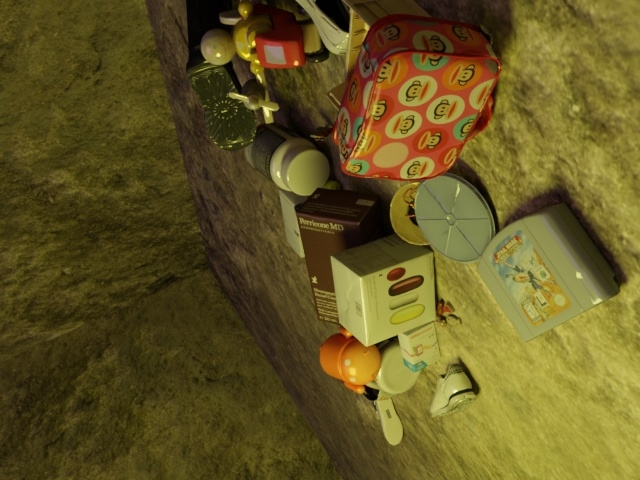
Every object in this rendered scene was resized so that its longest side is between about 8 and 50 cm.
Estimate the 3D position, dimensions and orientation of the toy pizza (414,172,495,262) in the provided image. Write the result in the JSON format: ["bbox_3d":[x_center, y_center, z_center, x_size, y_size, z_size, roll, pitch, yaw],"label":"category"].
[{"bbox_3d":[0.275,-0.048,1.332,0.201,0.032,0.201,33,138,35],"label":"toy pizza"}]

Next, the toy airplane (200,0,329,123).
[{"bbox_3d":[-0.182,-0.523,1.632,0.386,0.272,0.384,63,161,5],"label":"toy airplane"}]

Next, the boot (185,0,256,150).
[{"bbox_3d":[-0.302,-0.542,1.933,0.367,0.146,0.445,78,180,-56],"label":"boot"}]

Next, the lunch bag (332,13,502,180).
[{"bbox_3d":[0.173,-0.228,1.105,0.293,0.258,0.120,112,152,-49],"label":"lunch bag"}]

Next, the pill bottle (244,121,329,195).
[{"bbox_3d":[-0.100,-0.240,1.926,0.283,0.161,0.161,40,148,52],"label":"pill bottle"}]

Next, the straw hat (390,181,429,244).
[{"bbox_3d":[0.223,-0.068,1.431,0.061,0.144,0.144,-60,-45,-65],"label":"straw hat"}]

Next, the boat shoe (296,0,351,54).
[{"bbox_3d":[0.007,-0.532,1.418,0.258,0.095,0.084,56,157,7],"label":"boat shoe"}]

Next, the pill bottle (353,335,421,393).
[{"bbox_3d":[0.169,0.331,1.924,0.264,0.153,0.153,27,137,61],"label":"pill bottle"}]

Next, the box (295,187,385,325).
[{"bbox_3d":[0.074,0.058,1.765,0.191,0.143,0.381,10,128,28],"label":"box"}]

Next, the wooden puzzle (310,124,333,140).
[{"bbox_3d":[0.006,-0.286,1.734,0.049,0.083,0.006,11,132,28],"label":"wooden puzzle"}]

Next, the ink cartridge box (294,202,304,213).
[{"bbox_3d":[0.000,0.000,1.977,0.206,0.045,0.208,28,140,63],"label":"ink cartridge box"}]

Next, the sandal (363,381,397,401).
[{"bbox_3d":[0.154,0.459,2.063,0.102,0.076,0.265,46,-173,35],"label":"sandal"}]

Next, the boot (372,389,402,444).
[{"bbox_3d":[0.227,0.603,2.248,0.086,0.069,0.190,-170,65,-75],"label":"boot"}]

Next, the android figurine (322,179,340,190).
[{"bbox_3d":[0.053,-0.058,1.906,0.273,0.056,0.248,19,130,65],"label":"android figurine"}]

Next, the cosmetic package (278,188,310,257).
[{"bbox_3d":[-0.067,-0.069,2.167,0.117,0.085,0.231,46,154,42],"label":"cosmetic package"}]

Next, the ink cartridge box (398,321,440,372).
[{"bbox_3d":[0.258,0.270,1.711,0.052,0.088,0.122,32,142,58],"label":"ink cartridge box"}]

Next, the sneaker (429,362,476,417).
[{"bbox_3d":[0.336,0.397,1.697,0.235,0.090,0.095,109,146,-58],"label":"sneaker"}]

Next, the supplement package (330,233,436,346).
[{"bbox_3d":[0.155,0.115,1.590,0.149,0.203,0.194,36,139,56],"label":"supplement package"}]

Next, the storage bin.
[{"bbox_3d":[0.121,-0.341,1.286,0.260,0.123,0.262,54,158,29],"label":"storage bin"}]

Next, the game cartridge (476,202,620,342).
[{"bbox_3d":[0.389,0.059,1.174,0.198,0.062,0.297,56,159,14],"label":"game cartridge"}]

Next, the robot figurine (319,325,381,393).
[{"bbox_3d":[0.081,0.322,1.787,0.128,0.158,0.219,28,168,-28],"label":"robot figurine"}]

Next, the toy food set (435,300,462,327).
[{"bbox_3d":[0.297,0.179,1.604,0.078,0.019,0.122,64,161,3],"label":"toy food set"}]
